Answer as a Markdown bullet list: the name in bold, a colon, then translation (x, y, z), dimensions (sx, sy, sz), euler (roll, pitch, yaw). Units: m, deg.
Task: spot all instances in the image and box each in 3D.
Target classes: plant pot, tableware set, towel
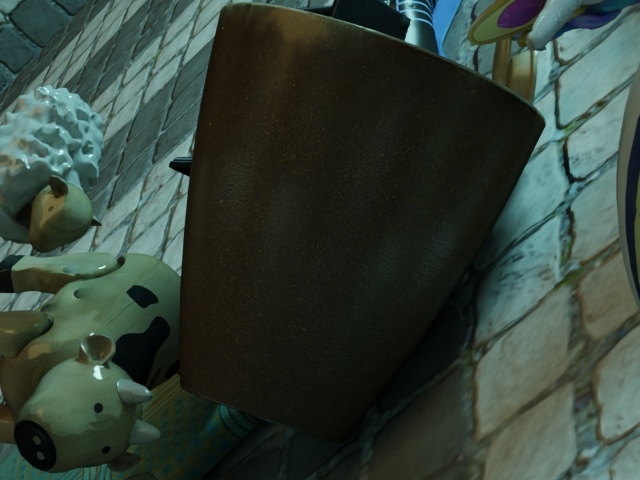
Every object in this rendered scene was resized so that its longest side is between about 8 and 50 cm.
- **plant pot**: translation (0.000, 0.000, 1.083), dimensions (0.215, 0.215, 0.230), euler (10, 79, 69)
- **tableware set**: translation (0.137, -0.152, 1.172), dimensions (0.141, 0.020, 0.169), euler (-88, 4, -72)
- **towel**: translation (-0.131, 0.142, 1.337), dimensions (0.370, 0.040, 0.271), euler (-42, 21, 16)

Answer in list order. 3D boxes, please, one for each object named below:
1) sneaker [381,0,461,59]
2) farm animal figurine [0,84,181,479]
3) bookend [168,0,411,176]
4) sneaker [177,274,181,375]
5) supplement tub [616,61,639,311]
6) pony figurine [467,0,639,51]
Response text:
- **sneaker**: translation (0.056, -0.176, 1.423), dimensions (0.081, 0.090, 0.232), euler (-35, 24, 34)
- **farm animal figurine**: translation (-0.159, 0.114, 1.089), dimensions (0.172, 0.330, 0.327), euler (0, 38, 19)
- **bookend**: translation (-0.025, -0.114, 1.367), dimensions (0.156, 0.072, 0.157), euler (6, 74, 53)
- **sneaker**: translation (-0.069, 0.041, 1.250), dimensions (0.075, 0.057, 0.161), euler (-45, 16, 26)
- **supplement tub**: translation (0.217, 0.031, 0.436), dimensions (0.235, 0.235, 0.325), euler (-45, 19, 16)
- **pony figurine**: translation (0.235, -0.270, 0.987), dimensions (0.363, 0.303, 0.351), euler (-25, 36, 21)
